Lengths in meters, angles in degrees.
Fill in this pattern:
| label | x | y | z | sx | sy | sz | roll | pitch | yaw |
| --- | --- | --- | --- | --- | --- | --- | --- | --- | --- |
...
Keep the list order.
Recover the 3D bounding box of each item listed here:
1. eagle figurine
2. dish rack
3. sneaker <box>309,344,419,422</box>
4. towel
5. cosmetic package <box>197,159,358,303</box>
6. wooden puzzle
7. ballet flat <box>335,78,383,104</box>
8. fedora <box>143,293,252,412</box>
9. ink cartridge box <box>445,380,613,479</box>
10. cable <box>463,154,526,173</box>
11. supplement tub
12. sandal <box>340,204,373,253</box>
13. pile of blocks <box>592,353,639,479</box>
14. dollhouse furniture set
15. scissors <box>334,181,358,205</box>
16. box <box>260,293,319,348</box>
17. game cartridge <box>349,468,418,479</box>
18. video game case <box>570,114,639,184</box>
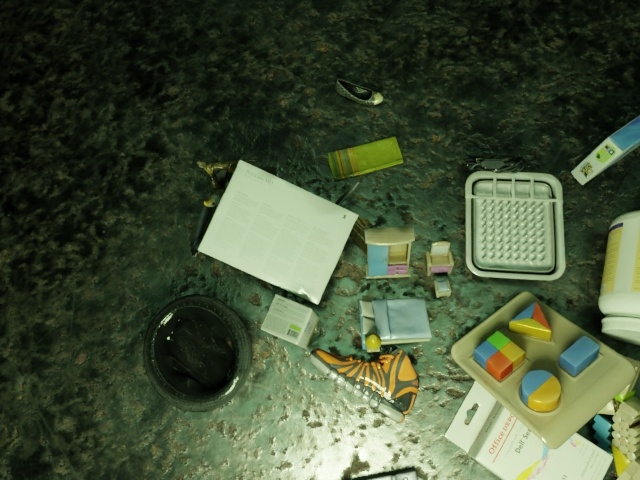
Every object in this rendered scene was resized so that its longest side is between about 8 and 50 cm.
| label | x | y | z | sx | sy | sz | roll | pitch | yaw |
| --- | --- | --- | --- | --- | --- | --- | --- | --- | --- |
| eagle figurine | -0.308 | -0.104 | 1.513 | 0.226 | 0.225 | 0.298 | 11 | 110 | 48 |
| dish rack | 0.579 | -0.042 | 1.452 | 0.285 | 0.072 | 0.333 | 3 | 75 | 5 |
| sneaker | 0.135 | 0.359 | 1.368 | 0.321 | 0.124 | 0.180 | 32 | 75 | 2 |
| towel | 0.147 | -0.273 | 1.580 | 0.237 | 0.021 | 0.102 | -15 | 75 | 1 |
| cosmetic package | -0.119 | -0.023 | 1.390 | 0.377 | 0.097 | 0.284 | 25 | 89 | -3 |
| wooden puzzle | 0.578 | 0.310 | 1.263 | 0.322 | 0.080 | 0.348 | -32 | 48 | -15 |
| ballet flat | 0.129 | -0.504 | 1.630 | 0.173 | 0.049 | 0.057 | 19 | 78 | 10 |
| fedora | -0.340 | 0.326 | 1.390 | 0.334 | 0.152 | 0.334 | -2 | 72 | 7 |
| ink cartridge box | 0.539 | 0.546 | 1.269 | 0.353 | 0.119 | 0.207 | 31 | 79 | 13 |
| cable | 0.539 | -0.238 | 1.480 | 0.184 | 0.150 | 0.047 | -1 | 105 | 1 |
| supplement tub | 0.900 | 0.108 | 1.295 | 0.241 | 0.241 | 0.331 | 15 | 77 | 9 |
| sandal | 0.127 | -0.037 | 1.497 | 0.060 | 0.090 | 0.219 | -33 | 66 | -27 |
| pile of blocks | 0.806 | 0.472 | 1.289 | 0.112 | 0.149 | 0.362 | 3 | 82 | -38 |
| dollhouse furniture set | 0.246 | 0.141 | 1.320 | 0.286 | 0.198 | 0.303 | -3 | 55 | 4 |
| scissors | 0.015 | -0.063 | 1.478 | 0.297 | 0.021 | 0.109 | -35 | 44 | 13 |
| box | -0.081 | 0.236 | 1.366 | 0.114 | 0.203 | 0.103 | 21 | 77 | 12 |
| game cartridge | 0.108 | 0.767 | 1.281 | 0.355 | 0.068 | 0.230 | -12 | 70 | 2 |
| video game case | 0.908 | -0.298 | 1.403 | 0.269 | 0.244 | 0.061 | -34 | 76 | -4 |
